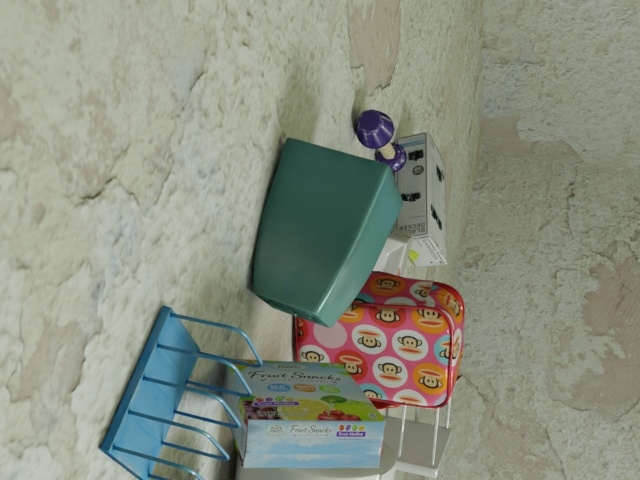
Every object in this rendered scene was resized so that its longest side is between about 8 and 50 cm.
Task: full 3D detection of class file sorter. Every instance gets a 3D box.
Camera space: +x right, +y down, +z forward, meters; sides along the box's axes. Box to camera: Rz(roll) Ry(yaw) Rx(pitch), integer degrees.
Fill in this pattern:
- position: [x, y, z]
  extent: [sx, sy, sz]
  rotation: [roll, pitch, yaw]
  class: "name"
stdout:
- position: [-0.145, 0.183, 0.863]
  extent: [0.118, 0.104, 0.170]
  rotation: [74, 30, -57]
  class: "file sorter"
- position: [0.118, 0.324, 1.527]
  extent: [0.193, 0.277, 0.173]
  rotation: [-30, 126, -69]
  class: "file sorter"

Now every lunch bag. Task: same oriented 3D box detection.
- position: [0.102, 0.188, 1.351]
  extent: [0.120, 0.293, 0.258]
  rotation: [-52, 145, -56]
  class: "lunch bag"

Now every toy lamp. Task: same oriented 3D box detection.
- position: [0.125, -0.206, 1.598]
  extent: [0.274, 0.080, 0.080]
  rotation: [40, 61, -74]
  class: "toy lamp"

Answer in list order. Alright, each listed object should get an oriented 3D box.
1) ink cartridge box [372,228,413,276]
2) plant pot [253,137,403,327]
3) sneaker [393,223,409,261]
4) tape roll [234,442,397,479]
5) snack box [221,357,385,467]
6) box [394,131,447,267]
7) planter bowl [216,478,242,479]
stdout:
- position: [0.153, 0.038, 1.672]
  extent: [0.198, 0.067, 0.115]
  rotation: [-28, 133, -76]
  class: "ink cartridge box"
- position: [0.000, 0.000, 1.161]
  extent: [0.166, 0.165, 0.234]
  rotation: [52, 58, -68]
  class: "plant pot"
- position: [0.184, -0.010, 1.924]
  extent: [0.235, 0.090, 0.095]
  rotation: [-62, 144, -56]
  class: "sneaker"
- position: [-0.015, 0.392, 1.179]
  extent: [0.246, 0.246, 0.169]
  rotation: [-5, 104, -73]
  class: "tape roll"
- position: [-0.031, 0.221, 1.007]
  extent: [0.207, 0.174, 0.070]
  rotation: [-146, -118, -72]
  class: "snack box"
- position: [0.248, -0.098, 1.885]
  extent: [0.169, 0.087, 0.290]
  rotation: [45, 42, -56]
  class: "box"
- position: [-0.144, 0.376, 0.971]
  extent: [0.162, 0.109, 0.162]
  rotation: [9, 90, -74]
  class: "planter bowl"
